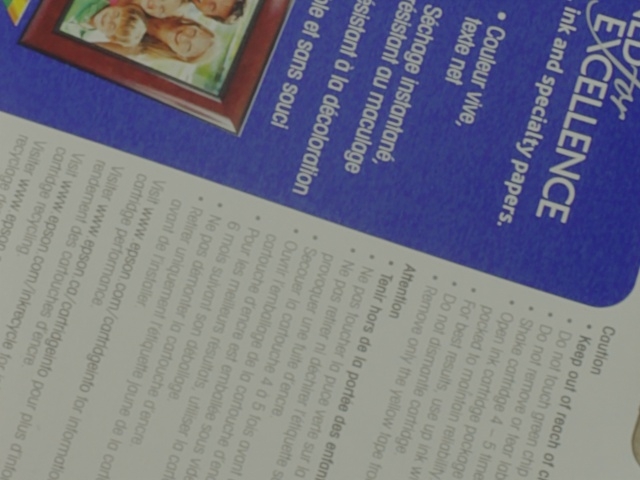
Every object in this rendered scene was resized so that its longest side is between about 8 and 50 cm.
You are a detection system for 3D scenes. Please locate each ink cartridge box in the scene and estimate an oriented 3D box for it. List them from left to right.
[{"bbox_3d":[0.000,0.000,0.577,0.307,0.072,0.303,19,77,0],"label":"ink cartridge box"}]
